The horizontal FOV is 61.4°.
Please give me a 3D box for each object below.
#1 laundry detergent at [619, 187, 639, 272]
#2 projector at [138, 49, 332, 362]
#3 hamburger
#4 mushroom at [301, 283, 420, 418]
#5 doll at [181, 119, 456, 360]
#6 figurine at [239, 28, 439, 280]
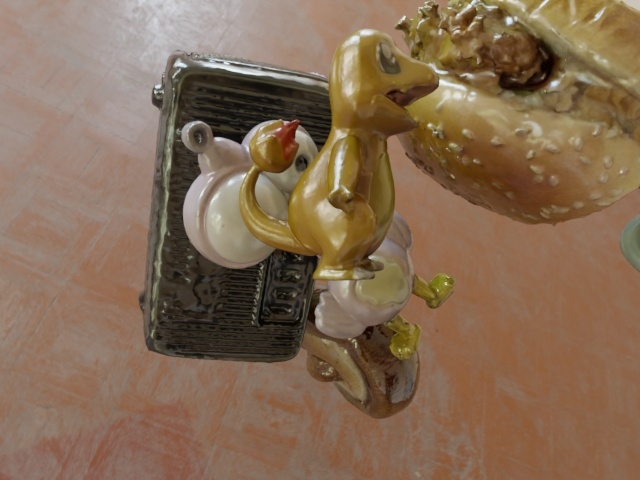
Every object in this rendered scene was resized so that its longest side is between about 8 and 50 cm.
[{"bbox_3d":[0.519,-0.015,0.706,0.215,0.105,0.280,-45,62,-3],"label":"laundry detergent"},{"bbox_3d":[-0.140,-0.075,0.823,0.242,0.395,0.405,7,18,-16],"label":"projector"},{"bbox_3d":[0.222,-0.202,0.714,0.287,0.268,0.445,34,9,-18],"label":"hamburger"},{"bbox_3d":[0.057,0.175,0.899,0.253,0.253,0.153,44,64,7],"label":"mushroom"},{"bbox_3d":[-0.001,0.000,0.568,0.365,0.094,0.160,38,82,-34],"label":"doll"},{"bbox_3d":[0.007,-0.064,0.385,0.122,0.121,0.176,17,94,14],"label":"figurine"}]
